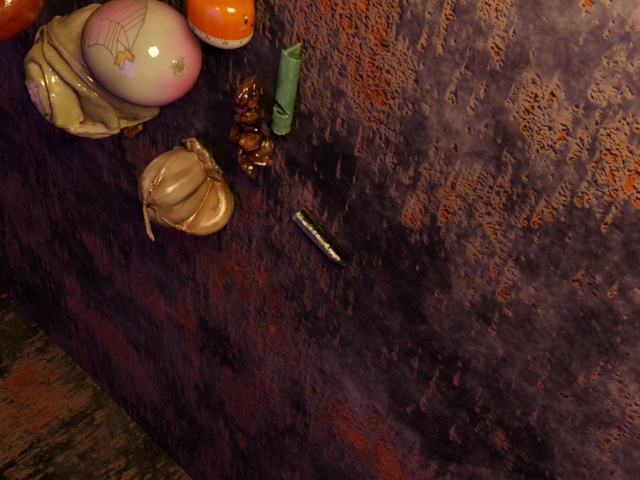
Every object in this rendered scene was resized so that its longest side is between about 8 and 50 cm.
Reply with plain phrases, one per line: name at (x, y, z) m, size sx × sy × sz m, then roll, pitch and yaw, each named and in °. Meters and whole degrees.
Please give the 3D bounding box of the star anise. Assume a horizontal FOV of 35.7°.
star anise at (-0.121, -0.176, 1.755) m, size 0.177 × 0.073 × 0.234 m, roll -101°, pitch 1°, yaw -48°

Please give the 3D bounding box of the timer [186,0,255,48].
timer at (-0.161, -0.387, 1.623) m, size 0.136 × 0.099 × 0.136 m, roll 20°, pitch 131°, yaw 26°

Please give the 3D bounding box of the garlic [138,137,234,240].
garlic at (-0.274, -0.104, 1.971) m, size 0.207 × 0.256 × 0.207 m, roll 2°, pitch 107°, yaw 8°

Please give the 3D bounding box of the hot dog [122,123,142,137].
hot dog at (-0.410, -0.248, 2.172) m, size 0.037 × 0.021 × 0.083 m, roll 50°, pitch 150°, yaw -16°

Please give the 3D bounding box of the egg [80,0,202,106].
egg at (-0.330, -0.348, 1.795) m, size 0.271 × 0.196 × 0.196 m, roll 41°, pitch 148°, yaw 33°

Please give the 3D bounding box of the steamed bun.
steamed bun at (-0.492, -0.325, 2.020) m, size 0.280 × 0.207 × 0.268 m, roll -1°, pitch 117°, yaw 53°

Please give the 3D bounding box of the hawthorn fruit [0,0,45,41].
hawthorn fruit at (-0.703, -0.527, 2.095) m, size 0.242 × 0.242 × 0.272 m, roll 60°, pitch 163°, yaw -11°

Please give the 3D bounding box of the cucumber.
cucumber at (0.000, 0.000, 1.858) m, size 0.133 × 0.032 × 0.032 m, roll 48°, pitch 149°, yaw 7°

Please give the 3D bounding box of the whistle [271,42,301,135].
whistle at (-0.057, -0.253, 1.670) m, size 0.039 × 0.039 × 0.186 m, roll 41°, pitch 147°, yaw 20°
